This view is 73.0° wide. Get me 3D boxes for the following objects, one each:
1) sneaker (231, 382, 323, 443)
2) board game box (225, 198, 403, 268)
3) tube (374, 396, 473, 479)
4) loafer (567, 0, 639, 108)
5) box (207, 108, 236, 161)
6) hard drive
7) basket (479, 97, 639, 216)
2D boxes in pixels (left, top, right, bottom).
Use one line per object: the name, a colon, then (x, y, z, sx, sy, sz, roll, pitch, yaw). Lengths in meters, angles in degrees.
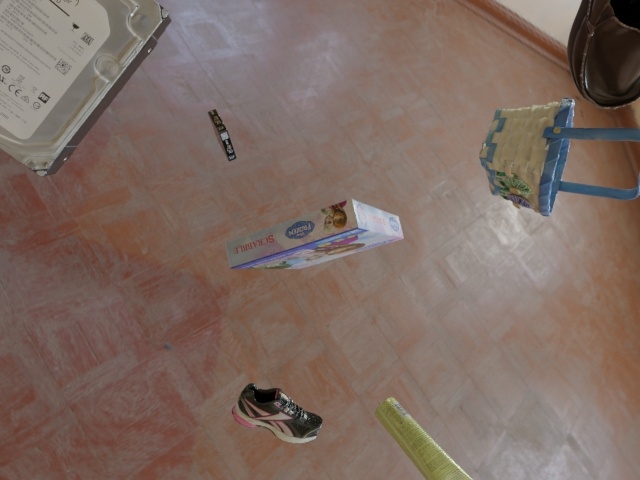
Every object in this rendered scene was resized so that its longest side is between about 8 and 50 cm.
sneaker: (-0.077, 0.328, 0.832, 0.178, 0.077, 0.072, 17, 19, -9)
board game box: (0.000, 0.000, 1.024, 0.318, 0.318, 0.066, 7, 69, -63)
tube: (0.214, 0.448, 0.931, 0.070, 0.062, 0.240, -46, 49, -4)
loafer: (0.458, -0.326, 0.646, 0.366, 0.133, 0.130, 52, 36, -50)
box: (-0.197, -0.211, 0.870, 0.018, 0.083, 0.067, -26, 62, -11)
hard drive: (-0.434, -0.304, 0.679, 0.237, 0.064, 0.339, 40, 93, -17)
basket: (0.494, -0.158, 0.887, 0.254, 0.288, 0.201, 36, 68, -54)
